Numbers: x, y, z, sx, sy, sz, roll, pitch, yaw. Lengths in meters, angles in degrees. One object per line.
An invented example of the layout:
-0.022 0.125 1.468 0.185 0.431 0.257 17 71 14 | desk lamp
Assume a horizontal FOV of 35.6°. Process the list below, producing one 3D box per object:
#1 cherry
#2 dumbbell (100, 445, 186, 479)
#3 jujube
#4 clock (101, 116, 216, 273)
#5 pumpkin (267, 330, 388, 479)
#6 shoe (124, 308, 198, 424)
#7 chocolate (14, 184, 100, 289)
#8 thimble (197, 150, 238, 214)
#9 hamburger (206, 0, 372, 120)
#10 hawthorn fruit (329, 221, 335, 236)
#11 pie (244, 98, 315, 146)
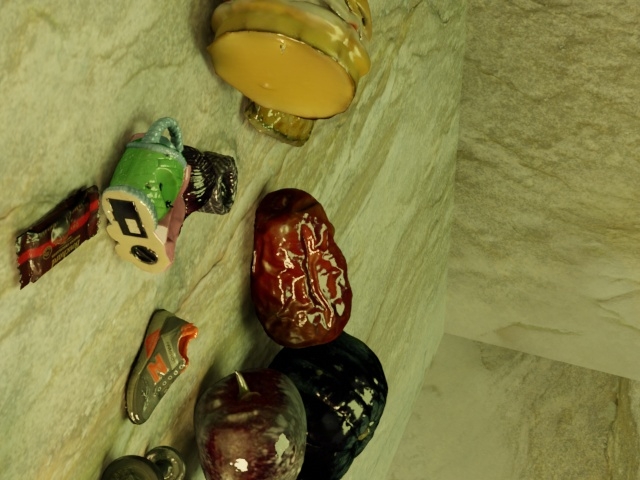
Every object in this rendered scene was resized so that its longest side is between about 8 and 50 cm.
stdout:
-0.134 0.374 1.913 0.255 0.218 0.296 -102 -168 -62 | cherry
-0.283 0.397 1.681 0.254 0.110 0.110 -3 105 -78 | dumbbell
-0.043 0.059 2.044 0.216 0.216 0.342 -53 137 -53 | jujube
-0.234 -0.079 1.483 0.194 0.100 0.195 82 26 -46 | clock
-0.011 0.370 2.191 0.363 0.266 0.363 -54 166 -20 | pumpkin
-0.261 0.213 1.643 0.074 0.077 0.194 53 51 -69 | shoe
-0.342 -0.006 1.311 0.182 0.028 0.086 -51 152 -58 | chocolate
-0.182 -0.093 1.692 0.095 0.066 0.104 -49 148 -62 | thimble
-0.036 -0.359 1.641 0.276 0.276 0.237 64 40 -64 | hamburger
0.000 0.000 2.329 0.067 0.067 0.103 62 31 -65 | hawthorn fruit
-0.075 -0.256 1.920 0.282 0.068 0.128 18 84 -69 | pie
